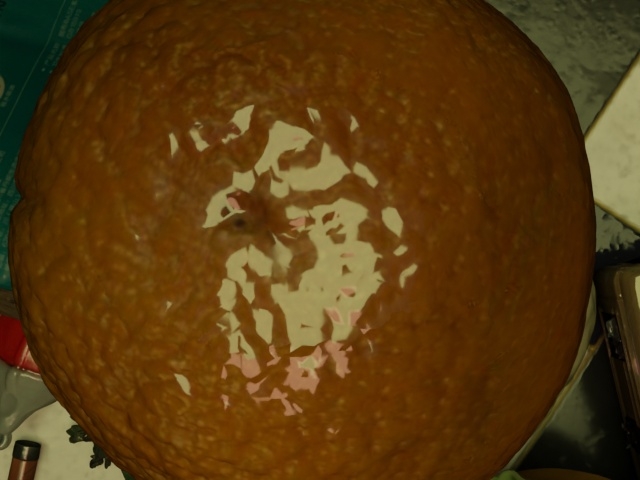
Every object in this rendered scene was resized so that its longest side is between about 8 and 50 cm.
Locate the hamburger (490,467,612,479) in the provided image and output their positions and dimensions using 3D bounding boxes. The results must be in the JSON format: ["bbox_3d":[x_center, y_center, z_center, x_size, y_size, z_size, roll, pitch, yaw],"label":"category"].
[{"bbox_3d":[0.147,0.308,0.750,0.274,0.212,0.274,9,111,26],"label":"hamburger"}]

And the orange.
[{"bbox_3d":[0.000,0.000,0.617,0.322,0.357,0.322,-1,87,16],"label":"orange"}]

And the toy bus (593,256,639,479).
[{"bbox_3d":[0.312,0.143,0.841,0.157,0.139,0.289,-13,89,4],"label":"toy bus"}]

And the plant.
[{"bbox_3d":[-0.162,0.169,0.885,0.102,0.051,0.051,9,90,10],"label":"plant"}]

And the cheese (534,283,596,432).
[{"bbox_3d":[0.049,0.035,0.851,0.318,0.115,0.326,-15,91,0],"label":"cheese"}]

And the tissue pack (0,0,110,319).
[{"bbox_3d":[-0.174,-0.068,0.801,0.192,0.134,0.271,18,74,19],"label":"tissue pack"}]

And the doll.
[{"bbox_3d":[-0.211,0.062,0.870,0.102,0.075,0.227,19,80,14],"label":"doll"}]

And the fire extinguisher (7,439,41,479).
[{"bbox_3d":[-0.250,0.208,0.894,0.022,0.028,0.083,12,90,-24],"label":"fire extinguisher"}]
